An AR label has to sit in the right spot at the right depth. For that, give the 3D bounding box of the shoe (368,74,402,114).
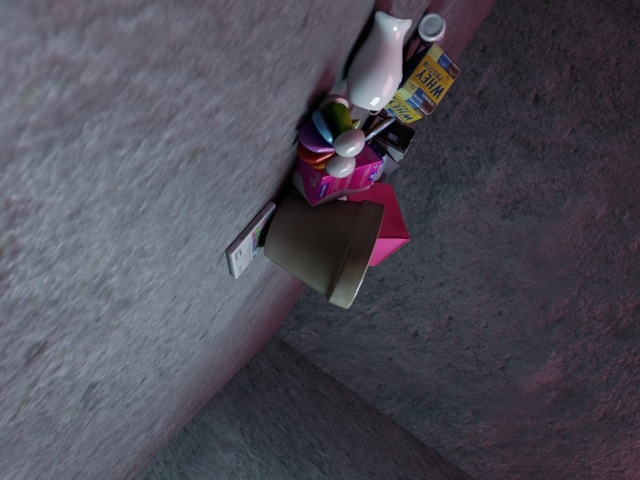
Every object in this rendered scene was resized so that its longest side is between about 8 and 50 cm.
[{"bbox_3d":[0.208,-0.490,1.376,0.081,0.064,0.178,-59,180,-25],"label":"shoe"}]

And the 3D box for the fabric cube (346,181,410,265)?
[{"bbox_3d":[0.158,-0.063,1.678,0.259,0.257,0.254,2,151,-30],"label":"fabric cube"}]

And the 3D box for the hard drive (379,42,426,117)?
[{"bbox_3d":[0.344,-0.638,1.717,0.318,0.040,0.210,-57,173,12],"label":"hard drive"}]

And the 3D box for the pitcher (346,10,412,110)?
[{"bbox_3d":[0.141,-0.435,1.009,0.177,0.126,0.207,-74,-179,-59],"label":"pitcher"}]

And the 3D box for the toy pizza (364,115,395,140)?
[{"bbox_3d":[0.213,-0.435,1.647,0.201,0.032,0.201,-35,-174,4],"label":"toy pizza"}]

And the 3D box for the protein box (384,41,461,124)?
[{"bbox_3d":[0.342,-0.545,1.480,0.201,0.136,0.200,-55,-163,-6],"label":"protein box"}]

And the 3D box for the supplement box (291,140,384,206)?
[{"bbox_3d":[0.047,-0.192,1.153,0.220,0.113,0.111,-20,150,-31],"label":"supplement box"}]

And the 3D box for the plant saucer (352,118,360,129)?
[{"bbox_3d":[0.032,-0.275,1.263,0.188,0.045,0.188,-46,169,-51],"label":"plant saucer"}]

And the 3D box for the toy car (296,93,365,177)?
[{"bbox_3d":[0.011,-0.240,0.986,0.137,0.159,0.182,-13,157,-19],"label":"toy car"}]

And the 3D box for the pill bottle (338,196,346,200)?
[{"bbox_3d":[0.009,-0.113,1.453,0.146,0.146,0.264,-53,174,-20],"label":"pill bottle"}]

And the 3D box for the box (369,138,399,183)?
[{"bbox_3d":[0.227,-0.322,1.785,0.156,0.093,0.158,-44,-146,19],"label":"box"}]

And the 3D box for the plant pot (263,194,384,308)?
[{"bbox_3d":[0.000,0.000,1.216,0.323,0.281,0.322,21,90,-89],"label":"plant pot"}]

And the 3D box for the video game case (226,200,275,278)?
[{"bbox_3d":[-0.189,0.003,1.161,0.183,0.023,0.201,-52,172,-23],"label":"video game case"}]

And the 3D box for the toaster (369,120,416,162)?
[{"bbox_3d":[0.316,-0.458,1.895,0.168,0.186,0.110,-61,179,-31],"label":"toaster"}]

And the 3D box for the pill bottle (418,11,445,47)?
[{"bbox_3d":[0.380,-0.708,1.428,0.087,0.087,0.160,-58,173,17],"label":"pill bottle"}]

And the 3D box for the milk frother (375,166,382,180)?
[{"bbox_3d":[0.148,-0.272,1.675,0.129,0.135,0.143,-7,126,-39],"label":"milk frother"}]
